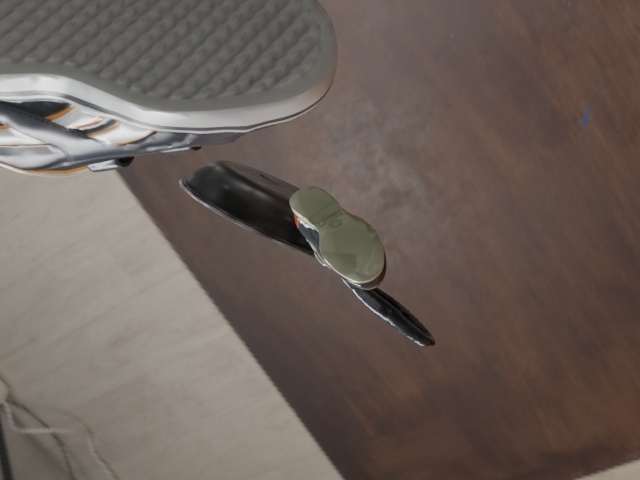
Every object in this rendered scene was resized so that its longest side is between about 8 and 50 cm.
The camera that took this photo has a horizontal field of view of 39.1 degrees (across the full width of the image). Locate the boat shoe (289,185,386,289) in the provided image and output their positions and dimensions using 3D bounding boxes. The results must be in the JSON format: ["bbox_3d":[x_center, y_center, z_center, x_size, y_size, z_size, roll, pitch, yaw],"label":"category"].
[{"bbox_3d":[0.016,0.003,0.744,0.049,0.137,0.043,-28,129,-13],"label":"boat shoe"}]

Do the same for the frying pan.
[{"bbox_3d":[-0.026,-0.011,0.832,0.197,0.326,0.053,22,98,-21],"label":"frying pan"}]

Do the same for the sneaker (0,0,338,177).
[{"bbox_3d":[-0.144,-0.115,0.615,0.321,0.126,0.127,5,158,8],"label":"sneaker"}]
